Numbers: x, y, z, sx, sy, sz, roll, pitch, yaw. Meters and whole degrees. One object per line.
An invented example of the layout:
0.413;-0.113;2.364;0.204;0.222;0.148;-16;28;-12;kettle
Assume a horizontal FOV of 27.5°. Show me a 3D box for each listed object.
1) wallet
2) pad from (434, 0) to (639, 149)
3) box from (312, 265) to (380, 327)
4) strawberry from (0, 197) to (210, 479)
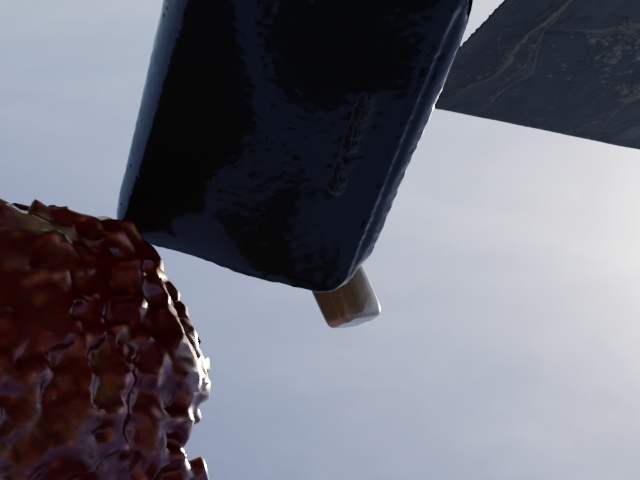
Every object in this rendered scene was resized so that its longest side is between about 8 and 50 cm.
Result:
-0.018;-0.070;0.666;0.149;0.250;0.044;17;-135;-6;wallet
0.263;-0.117;0.766;0.368;0.007;0.247;7;148;-31;pad
0.000;0.000;0.819;0.025;0.115;0.048;-30;166;20;box
-0.190;0.099;0.642;0.258;0.261;0.261;15;-177;-43;strawberry
